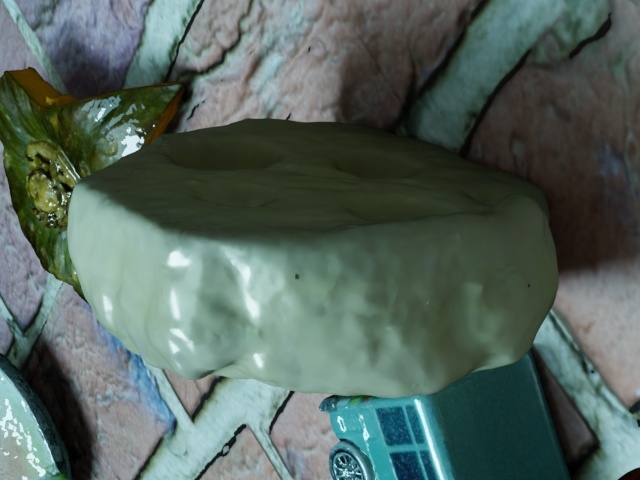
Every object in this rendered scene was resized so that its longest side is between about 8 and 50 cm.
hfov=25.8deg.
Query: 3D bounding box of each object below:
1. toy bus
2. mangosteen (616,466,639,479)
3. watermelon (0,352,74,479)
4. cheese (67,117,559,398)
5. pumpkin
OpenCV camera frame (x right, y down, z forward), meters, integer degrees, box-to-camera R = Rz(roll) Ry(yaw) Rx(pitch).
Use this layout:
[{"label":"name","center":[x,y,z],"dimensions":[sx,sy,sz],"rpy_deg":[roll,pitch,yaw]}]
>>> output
[{"label":"toy bus","center":[0.113,0.213,1.000],"dimensions":[0.147,0.128,0.256],"rpy_deg":[-16,92,54]},{"label":"mangosteen","center":[0.214,0.185,0.889],"dimensions":[0.081,0.081,0.081],"rpy_deg":[30,130,43]},{"label":"watermelon","center":[-0.447,0.291,1.695],"dimensions":[0.228,0.258,0.387],"rpy_deg":[60,149,16]},{"label":"cheese","center":[0.000,0.000,0.923],"dimensions":[0.318,0.326,0.115],"rpy_deg":[4,110,12]},{"label":"pumpkin","center":[-0.228,-0.058,1.352],"dimensions":[0.258,0.095,0.290],"rpy_deg":[32,135,37]}]
